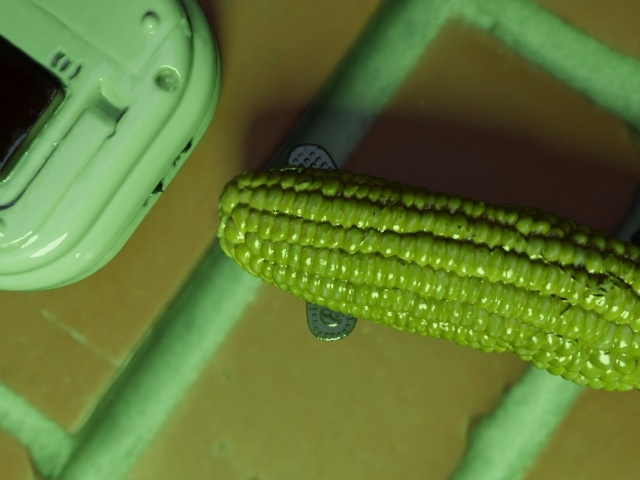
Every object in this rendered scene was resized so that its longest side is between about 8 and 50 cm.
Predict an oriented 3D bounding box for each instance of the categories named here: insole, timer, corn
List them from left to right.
[{"bbox_3d":[-0.209,-0.108,0.514,0.262,0.087,0.237,35,88,7],"label":"timer"},{"bbox_3d":[0.000,0.000,0.532,0.045,0.002,0.135,-7,84,3],"label":"insole"},{"bbox_3d":[0.076,0.015,0.481,0.291,0.101,0.101,16,85,8],"label":"corn"}]

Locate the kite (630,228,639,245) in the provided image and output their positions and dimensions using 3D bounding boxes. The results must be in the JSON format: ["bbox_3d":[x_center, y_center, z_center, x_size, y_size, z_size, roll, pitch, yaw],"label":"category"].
[{"bbox_3d":[0.356,0.077,0.451,0.204,0.022,0.360,-37,86,39],"label":"kite"}]
